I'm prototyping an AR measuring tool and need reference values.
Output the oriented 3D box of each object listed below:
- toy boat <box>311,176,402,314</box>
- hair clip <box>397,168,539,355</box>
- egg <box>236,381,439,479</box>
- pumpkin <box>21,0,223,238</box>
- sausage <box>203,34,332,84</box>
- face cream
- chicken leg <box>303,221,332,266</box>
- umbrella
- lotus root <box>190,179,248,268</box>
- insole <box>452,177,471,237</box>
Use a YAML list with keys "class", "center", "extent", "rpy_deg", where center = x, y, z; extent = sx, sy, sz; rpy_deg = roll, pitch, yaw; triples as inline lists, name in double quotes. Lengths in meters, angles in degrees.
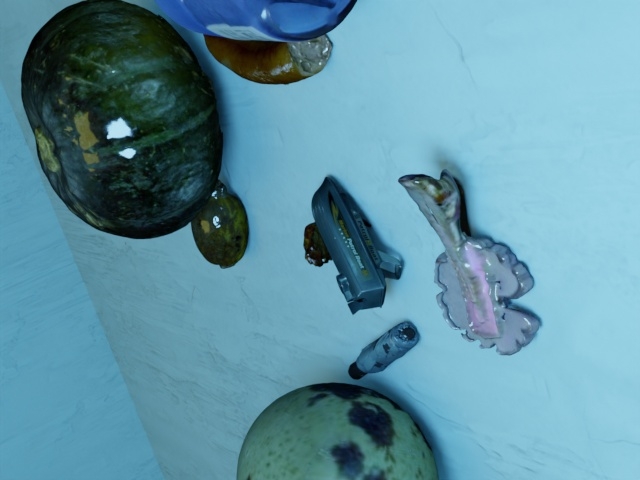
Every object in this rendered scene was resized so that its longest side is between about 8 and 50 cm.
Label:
- class: "toy boat"
  center: [0.052, -0.002, 1.504]
  extent: [0.093, 0.103, 0.246]
  rpy_deg: [88, 160, -64]
- class: "hair clip"
  center: [0.199, 0.022, 1.269]
  extent: [0.173, 0.069, 0.300]
  rpy_deg: [9, 133, 53]
- class: "egg"
  center: [0.023, 0.422, 1.633]
  extent: [0.345, 0.345, 0.428]
  rpy_deg: [67, 165, -8]
- class: "pumpkin"
  center: [-0.359, -0.226, 1.720]
  extent: [0.454, 0.344, 0.454]
  rpy_deg: [51, 154, 36]
- class: "sausage"
  center: [-0.091, -0.302, 1.489]
  extent: [0.302, 0.076, 0.103]
  rpy_deg: [20, 122, 51]
- class: "face cream"
  center: [-0.085, -0.391, 1.224]
  extent: [0.225, 0.249, 0.249]
  rpy_deg: [18, 129, 49]
- class: "chicken leg"
  center: [-0.004, -0.003, 1.549]
  extent: [0.062, 0.145, 0.037]
  rpy_deg: [37, 118, -22]
- class: "umbrella"
  center: [0.102, 0.200, 1.612]
  extent: [0.052, 0.053, 0.250]
  rpy_deg: [57, 151, 9]
- class: "lotus root"
  center: [-0.206, -0.031, 1.879]
  extent: [0.120, 0.120, 0.210]
  rpy_deg: [33, 141, 43]
- class: "insole"
  center: [0.201, -0.005, 1.322]
  extent: [0.064, 0.004, 0.188]
  rpy_deg: [15, 126, 51]
